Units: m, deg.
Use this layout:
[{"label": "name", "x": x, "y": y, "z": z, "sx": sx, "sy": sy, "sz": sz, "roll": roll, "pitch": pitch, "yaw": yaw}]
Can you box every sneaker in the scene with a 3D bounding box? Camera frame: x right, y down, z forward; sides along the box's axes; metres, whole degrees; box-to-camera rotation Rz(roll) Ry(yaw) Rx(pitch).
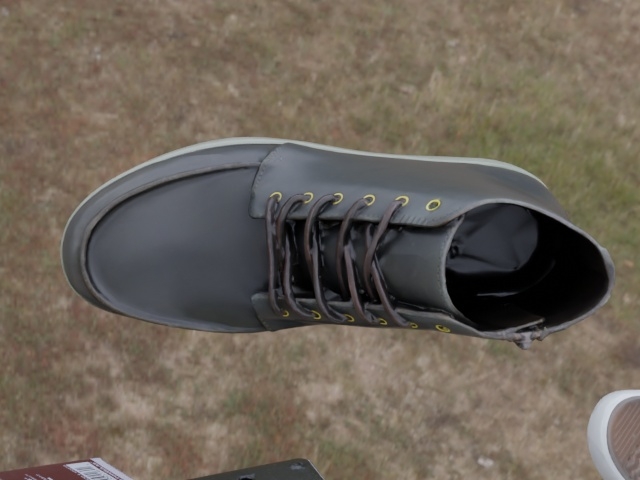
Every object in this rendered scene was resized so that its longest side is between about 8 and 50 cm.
[{"label": "sneaker", "x": 0.000, "y": 0.000, "z": 0.461, "sx": 0.222, "sy": 0.083, "sz": 0.118, "roll": -5, "pitch": 8, "yaw": -3}, {"label": "sneaker", "x": 0.299, "y": 0.206, "z": 0.932, "sx": 0.290, "sy": 0.123, "sz": 0.106, "roll": 31, "pitch": 70, "yaw": -25}]

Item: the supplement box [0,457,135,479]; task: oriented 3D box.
[{"label": "supplement box", "x": -0.193, "y": 0.204, "z": 0.642, "sx": 0.073, "sy": 0.130, "sz": 0.239, "roll": 25, "pitch": 6, "yaw": 25}]

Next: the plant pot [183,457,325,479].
[{"label": "plant pot", "x": -0.048, "y": 0.294, "z": 0.963, "sx": 0.187, "sy": 0.167, "sz": 0.188, "roll": -8, "pitch": 17, "yaw": -17}]
